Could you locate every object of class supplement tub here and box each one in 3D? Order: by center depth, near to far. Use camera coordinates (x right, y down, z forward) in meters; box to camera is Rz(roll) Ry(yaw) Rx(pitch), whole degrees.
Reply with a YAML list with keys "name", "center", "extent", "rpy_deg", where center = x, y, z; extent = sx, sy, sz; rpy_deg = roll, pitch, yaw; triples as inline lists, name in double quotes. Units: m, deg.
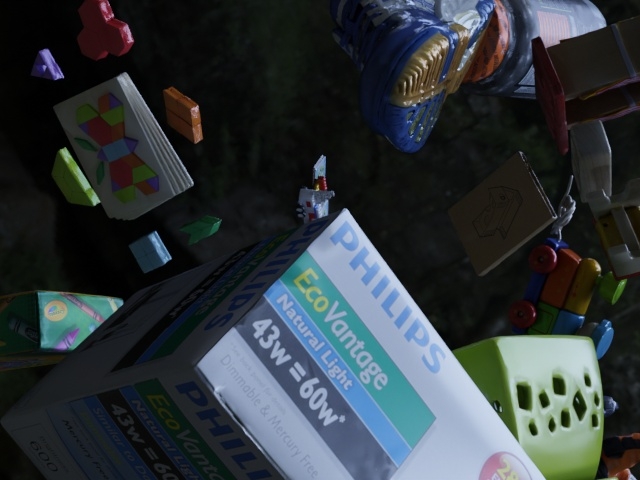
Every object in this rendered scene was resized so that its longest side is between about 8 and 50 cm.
- name: "supplement tub"
  center: [0.353, -0.360, 2.178]
  extent: [0.207, 0.338, 0.207]
  rpy_deg: [2, -86, 44]

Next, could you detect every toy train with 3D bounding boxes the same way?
- name: "toy train"
  center: [0.387, 0.043, 1.778]
  extent: [0.143, 0.105, 0.248]
  rpy_deg: [24, -80, 26]

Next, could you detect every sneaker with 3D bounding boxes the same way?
- name: "sneaker"
  center: [0.057, -0.163, 1.019]
  extent: [0.131, 0.296, 0.111]
  rpy_deg: [26, -67, 5]

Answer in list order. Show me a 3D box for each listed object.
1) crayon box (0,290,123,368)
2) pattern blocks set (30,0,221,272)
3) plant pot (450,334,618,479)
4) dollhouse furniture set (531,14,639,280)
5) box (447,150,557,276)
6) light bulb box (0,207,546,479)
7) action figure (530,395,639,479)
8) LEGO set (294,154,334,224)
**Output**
- name: "crayon box"
  center: [-0.424, 0.128, 1.639]
  extent: [0.278, 0.165, 0.081]
  rpy_deg: [-10, -101, 31]
- name: "pattern blocks set"
  center: [-0.259, -0.120, 1.559]
  extent: [0.285, 0.026, 0.325]
  rpy_deg: [-36, -88, 42]
- name: "plant pot"
  center: [0.197, 0.239, 1.396]
  extent: [0.228, 0.227, 0.207]
  rpy_deg: [-25, -108, 37]
- name: "dollhouse furniture set"
  center: [0.433, -0.127, 1.637]
  extent: [0.152, 0.201, 0.374]
  rpy_deg: [65, 10, -60]
- name: "box"
  center: [0.352, -0.052, 2.365]
  extent: [0.201, 0.021, 0.164]
  rpy_deg: [-42, -125, 30]
- name: "light bulb box"
  center: [-0.045, 0.207, 1.136]
  extent: [0.361, 0.225, 0.358]
  rpy_deg: [-21, -70, 49]
- name: "action figure"
  center: [0.433, 0.355, 1.920]
  extent: [0.341, 0.330, 0.178]
  rpy_deg: [112, -21, -70]
- name: "LEGO set"
  center: [0.000, 0.000, 1.611]
  extent: [0.244, 0.060, 0.182]
  rpy_deg: [-57, 150, -70]
